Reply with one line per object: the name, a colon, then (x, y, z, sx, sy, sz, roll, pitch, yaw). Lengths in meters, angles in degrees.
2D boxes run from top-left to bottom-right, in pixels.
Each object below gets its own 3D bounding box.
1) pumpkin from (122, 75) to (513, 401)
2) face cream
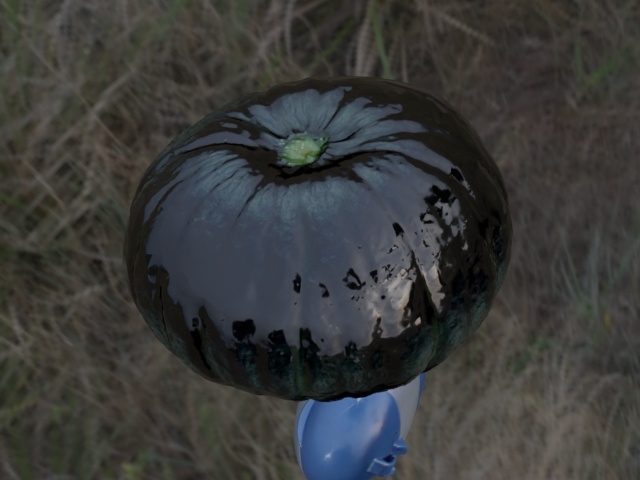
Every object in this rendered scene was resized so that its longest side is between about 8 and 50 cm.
pumpkin: (0.000, 0.000, 0.805, 0.202, 0.140, 0.202, -6, 38, 5)
face cream: (0.035, 0.092, 1.146, 0.083, 0.264, 0.149, 24, 115, -1)
